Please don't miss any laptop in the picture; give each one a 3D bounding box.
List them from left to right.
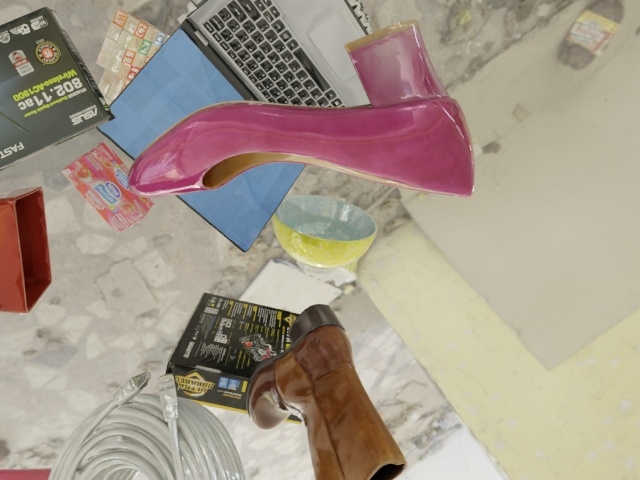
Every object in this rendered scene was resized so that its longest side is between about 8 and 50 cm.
[{"bbox_3d":[-0.096,-0.238,0.897,0.407,0.236,0.382,-24,131,27],"label":"laptop"}]

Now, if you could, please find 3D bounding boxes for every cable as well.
[{"bbox_3d":[-0.201,0.303,0.544,0.257,0.257,0.089,-35,157,15],"label":"cable"}]

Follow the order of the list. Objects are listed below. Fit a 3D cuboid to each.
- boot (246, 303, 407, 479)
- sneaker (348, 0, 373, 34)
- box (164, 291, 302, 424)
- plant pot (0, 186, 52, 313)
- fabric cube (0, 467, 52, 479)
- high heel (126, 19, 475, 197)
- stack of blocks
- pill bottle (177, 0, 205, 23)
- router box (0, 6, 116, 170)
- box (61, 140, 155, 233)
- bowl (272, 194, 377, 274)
[{"bbox_3d":[-0.007,0.275,0.693,0.096,0.280,0.264,23,115,-34],"label":"boot"},{"bbox_3d":[0.087,-0.423,1.095,0.106,0.234,0.078,-26,-174,15],"label":"sneaker"},{"bbox_3d":[-0.152,0.223,0.997,0.257,0.322,0.079,15,105,-7],"label":"box"},{"bbox_3d":[-0.807,0.019,1.158,0.235,0.267,0.267,-3,103,-18],"label":"plant pot"},{"bbox_3d":[-0.530,0.465,0.691,0.259,0.254,0.258,-4,157,1],"label":"fabric cube"},{"bbox_3d":[-0.021,-0.046,0.344,0.244,0.117,0.082,-20,-177,11],"label":"high heel"},{"bbox_3d":[-0.593,-0.531,1.507,0.297,0.087,0.171,-59,167,16],"label":"stack of blocks"},{"bbox_3d":[-0.337,-0.694,1.477,0.180,0.108,0.108,-41,141,2],"label":"pill bottle"},{"bbox_3d":[-0.245,-0.114,0.389,0.122,0.038,0.092,-28,109,-8],"label":"router box"},{"bbox_3d":[-0.671,-0.170,1.562,0.122,0.128,0.257,-28,115,12],"label":"box"},{"bbox_3d":[0.000,0.000,1.355,0.289,0.289,0.156,-7,123,-32],"label":"bowl"}]
